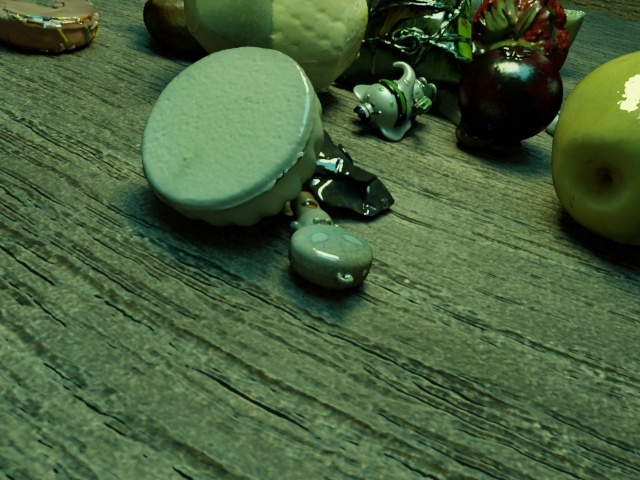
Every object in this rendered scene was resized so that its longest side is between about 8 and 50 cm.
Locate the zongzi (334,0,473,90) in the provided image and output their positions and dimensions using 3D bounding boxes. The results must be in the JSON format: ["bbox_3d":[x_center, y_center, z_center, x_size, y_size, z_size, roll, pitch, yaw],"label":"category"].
[{"bbox_3d":[0.255,-0.490,1.397,0.319,0.383,0.362,17,-2,23],"label":"zongzi"}]

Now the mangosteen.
[{"bbox_3d":[0.362,-0.271,1.155,0.210,0.210,0.210,7,34,-5],"label":"mangosteen"}]

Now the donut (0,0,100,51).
[{"bbox_3d":[-0.587,-0.468,1.295,0.233,0.085,0.199,-17,41,-35],"label":"donut"}]

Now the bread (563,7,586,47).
[{"bbox_3d":[0.606,-0.564,1.684,0.158,0.260,0.156,-39,100,-38],"label":"bread"}]

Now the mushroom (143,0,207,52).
[{"bbox_3d":[-0.297,-0.541,1.422,0.278,0.163,0.297,22,34,2],"label":"mushroom"}]

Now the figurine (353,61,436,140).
[{"bbox_3d":[0.146,-0.273,1.180,0.192,0.126,0.147,-29,68,-28],"label":"figurine"}]

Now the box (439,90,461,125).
[{"bbox_3d":[0.389,-0.296,1.331,0.243,0.055,0.103,-7,37,-25],"label":"box"}]

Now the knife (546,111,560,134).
[{"bbox_3d":[0.637,-0.194,1.270,0.331,0.044,0.080,29,37,20],"label":"knife"}]

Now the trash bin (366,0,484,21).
[{"bbox_3d":[0.275,-0.628,1.660,0.301,0.203,0.252,8,54,-5],"label":"trash bin"}]

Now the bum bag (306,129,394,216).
[{"bbox_3d":[-0.009,-0.139,0.970,0.137,0.074,0.310,-3,39,-40],"label":"bum bag"}]

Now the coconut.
[{"bbox_3d":[-0.100,-0.445,1.196,0.352,0.352,0.352,7,34,-5],"label":"coconut"}]

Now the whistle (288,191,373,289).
[{"bbox_3d":[0.000,0.000,0.787,0.107,0.057,0.220,4,29,-21],"label":"whistle"}]

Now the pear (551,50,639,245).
[{"bbox_3d":[0.508,-0.141,0.926,0.309,0.309,0.309,7,34,-5],"label":"pear"}]

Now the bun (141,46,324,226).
[{"bbox_3d":[-0.104,-0.122,0.851,0.263,0.175,0.263,-7,65,16],"label":"bun"}]

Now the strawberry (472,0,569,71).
[{"bbox_3d":[0.506,-0.511,1.511,0.261,0.261,0.257,31,37,28],"label":"strawberry"}]
